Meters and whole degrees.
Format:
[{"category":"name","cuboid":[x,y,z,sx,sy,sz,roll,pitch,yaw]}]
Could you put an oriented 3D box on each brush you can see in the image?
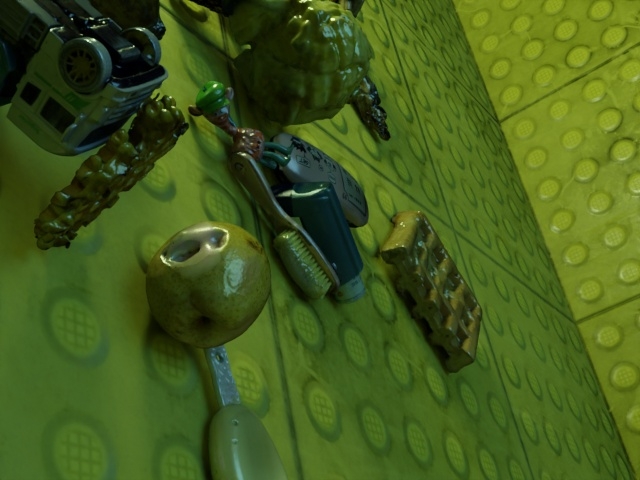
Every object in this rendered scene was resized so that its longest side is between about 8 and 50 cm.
[{"category":"brush","cuboid":[-0.074,-0.021,1.500,0.313,0.072,0.067,56,39,-9]}]

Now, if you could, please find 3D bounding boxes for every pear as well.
[{"category":"pear","cuboid":[-0.151,0.061,1.140,0.178,0.178,0.178,44,30,-33]}]

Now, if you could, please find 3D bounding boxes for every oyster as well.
[{"category":"oyster","cuboid":[0.099,-0.418,2.244,0.345,0.078,0.128,58,16,0]}]

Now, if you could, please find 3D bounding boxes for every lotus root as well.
[{"category":"lotus root","cuboid":[-0.325,-0.395,1.339,0.209,0.120,0.120,41,32,-33]}]

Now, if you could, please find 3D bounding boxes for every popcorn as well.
[{"category":"popcorn","cuboid":[-0.041,-0.354,1.688,0.293,0.293,0.237,60,22,-3]}]

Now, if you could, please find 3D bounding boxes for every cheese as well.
[{"category":"cheese","cuboid":[-0.118,0.247,1.149,0.127,0.050,0.255,14,51,-56]}]

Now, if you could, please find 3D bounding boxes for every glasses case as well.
[{"category":"glasses case","cuboid":[0.002,-0.119,1.727,0.314,0.075,0.122,31,41,-48]}]

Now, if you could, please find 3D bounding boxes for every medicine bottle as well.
[{"category":"medicine bottle","cuboid":[0.000,0.000,1.582,0.079,0.124,0.258,-76,144,-66]}]

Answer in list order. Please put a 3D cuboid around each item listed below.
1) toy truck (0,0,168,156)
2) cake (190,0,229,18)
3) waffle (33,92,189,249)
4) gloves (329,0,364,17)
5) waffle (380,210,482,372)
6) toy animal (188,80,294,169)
[{"category":"toy truck","cuboid":[-0.361,-0.255,0.973,0.367,0.175,0.146,40,28,2]},{"category":"cake","cuboid":[-0.209,-0.515,1.702,0.246,0.135,0.112,9,95,-75]},{"category":"waffle","cuboid":[-0.250,-0.080,1.015,0.051,0.231,0.228,43,5,-7]},{"category":"gloves","cuboid":[0.032,-0.697,2.263,0.203,0.155,0.356,28,33,-35]},{"category":"waffle","cuboid":[0.271,0.105,2.009,0.348,0.077,0.304,57,24,-9]},{"category":"toy animal","cuboid":[-0.144,-0.200,1.528,0.208,0.100,0.103,36,11,-28]}]
